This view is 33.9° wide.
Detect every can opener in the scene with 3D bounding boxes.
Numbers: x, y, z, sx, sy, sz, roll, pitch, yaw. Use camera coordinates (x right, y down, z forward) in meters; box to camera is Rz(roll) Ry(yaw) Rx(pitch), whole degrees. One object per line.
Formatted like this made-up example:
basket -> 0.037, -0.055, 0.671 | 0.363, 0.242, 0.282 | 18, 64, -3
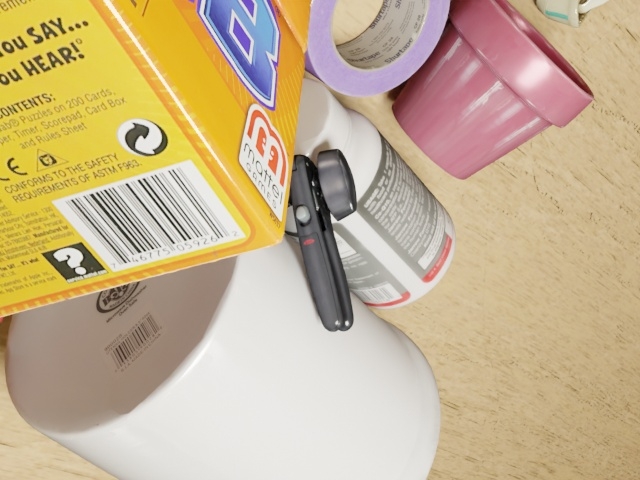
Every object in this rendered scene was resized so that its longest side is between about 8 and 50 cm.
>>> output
can opener -> 0.000, 0.000, 1.041 | 0.059, 0.073, 0.186 | 12, 67, -53

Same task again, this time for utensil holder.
utensil holder -> -0.099, 0.145, 1.153 | 0.327, 0.327, 0.385 | -47, 132, -1

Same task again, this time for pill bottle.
pill bottle -> 0.028, -0.052, 1.218 | 0.161, 0.161, 0.283 | -47, 133, -1

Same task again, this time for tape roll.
tape roll -> 0.044, -0.259, 1.151 | 0.189, 0.080, 0.189 | -19, 128, -27

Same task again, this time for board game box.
board game box -> -0.242, -0.196, 0.663 | 0.356, 0.356, 0.356 | -14, 135, 20

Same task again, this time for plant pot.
plant pot -> 0.192, -0.178, 1.250 | 0.180, 0.201, 0.201 | -45, 137, 20

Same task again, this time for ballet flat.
ballet flat -> 0.379, -0.366, 1.329 | 0.248, 0.086, 0.086 | -47, 135, -2

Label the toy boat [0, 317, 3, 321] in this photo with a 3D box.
toy boat -> -0.392, 0.078, 1.030 | 0.231, 0.151, 0.151 | -47, 170, 8
